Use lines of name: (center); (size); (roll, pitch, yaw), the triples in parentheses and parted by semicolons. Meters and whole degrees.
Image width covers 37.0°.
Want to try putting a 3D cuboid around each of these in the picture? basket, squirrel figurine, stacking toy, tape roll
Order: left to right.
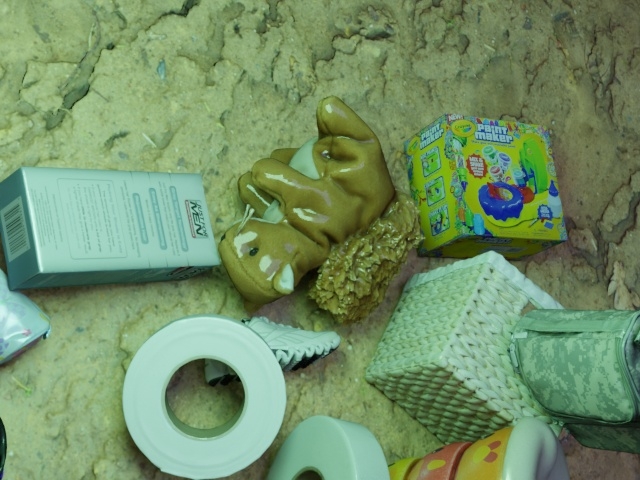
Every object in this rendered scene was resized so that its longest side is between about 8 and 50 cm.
tape roll: (-0.204, 0.273, 1.688); (0.286, 0.100, 0.286); (0, 90, -7)
tape roll: (-0.006, 0.494, 1.621); (0.072, 0.392, 0.392); (18, 66, -24)
squirrel figurine: (0.000, 0.000, 1.849); (0.397, 0.281, 0.370); (42, 56, -15)
stacking toy: (0.193, 0.499, 1.707); (0.350, 0.480, 0.350); (27, 59, -59)
basket: (0.315, 0.241, 1.924); (0.328, 0.331, 0.266); (40, 64, -13)

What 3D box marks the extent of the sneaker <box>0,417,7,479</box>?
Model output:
sneaker: (-0.553, 0.398, 1.494); (0.102, 0.146, 0.293); (11, 69, -25)

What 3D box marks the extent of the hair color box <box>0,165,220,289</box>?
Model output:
hair color box: (-0.370, -0.022, 1.696); (0.374, 0.113, 0.185); (-2, 73, -45)

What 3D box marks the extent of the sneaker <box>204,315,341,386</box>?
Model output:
sneaker: (-0.093, 0.197, 1.845); (0.292, 0.110, 0.118); (-6, 68, -31)

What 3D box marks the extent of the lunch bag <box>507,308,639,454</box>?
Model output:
lunch bag: (0.505, 0.223, 1.670); (0.256, 0.305, 0.212); (45, 67, -19)

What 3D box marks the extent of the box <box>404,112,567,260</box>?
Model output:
box: (0.368, -0.113, 2.152); (0.290, 0.177, 0.279); (2, 72, -28)

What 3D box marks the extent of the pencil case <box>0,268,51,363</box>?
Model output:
pencil case: (-0.576, 0.079, 1.608); (0.273, 0.113, 0.124); (54, 44, -3)
